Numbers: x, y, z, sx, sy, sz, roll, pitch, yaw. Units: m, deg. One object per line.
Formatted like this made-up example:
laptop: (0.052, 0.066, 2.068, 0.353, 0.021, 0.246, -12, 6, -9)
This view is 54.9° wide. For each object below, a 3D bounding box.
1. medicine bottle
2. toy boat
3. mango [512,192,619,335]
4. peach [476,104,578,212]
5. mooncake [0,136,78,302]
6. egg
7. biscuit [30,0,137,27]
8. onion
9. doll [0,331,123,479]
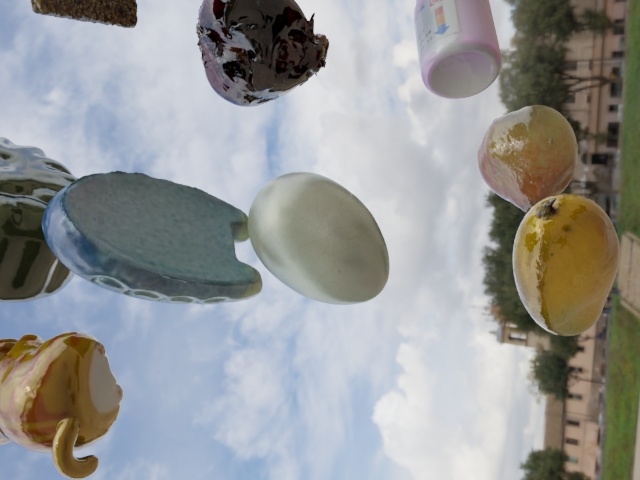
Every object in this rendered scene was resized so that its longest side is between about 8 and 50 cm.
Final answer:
medicine bottle: (0.257, -0.411, 1.190, 0.152, 0.152, 0.255, 53, -150, -53)
toy boat: (-0.253, 0.012, 0.945, 0.329, 0.123, 0.215, 11, -134, -33)
mango: (0.392, 0.046, 0.982, 0.176, 0.119, 0.317, -34, -50, -13)
peach: (0.452, -0.172, 1.351, 0.232, 0.232, 0.233, -18, -69, -62)
mooncake: (-0.561, -0.053, 1.079, 0.187, 0.351, 0.351, -62, -22, 15)
egg: (0.000, 0.000, 0.816, 0.151, 0.209, 0.151, -51, -3, -4)
biscuit: (-0.377, -0.420, 0.999, 0.231, 0.025, 0.131, -31, -58, -63)
onion: (-0.136, -0.409, 1.234, 0.281, 0.280, 0.221, 65, -163, -45)
doll: (-0.408, 0.216, 0.862, 0.162, 0.269, 0.167, -45, -52, -56)
